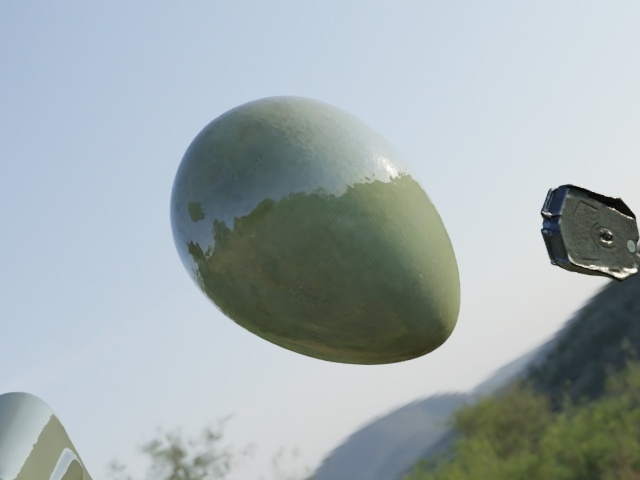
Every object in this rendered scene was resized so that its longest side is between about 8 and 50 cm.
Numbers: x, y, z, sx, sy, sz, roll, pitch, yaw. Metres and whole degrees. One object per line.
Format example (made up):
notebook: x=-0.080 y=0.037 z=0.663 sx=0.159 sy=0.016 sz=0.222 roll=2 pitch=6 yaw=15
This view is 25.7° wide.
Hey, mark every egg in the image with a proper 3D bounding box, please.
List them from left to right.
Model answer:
egg: x=0.000 y=0.000 z=1.278 sx=0.218 sy=0.295 sz=0.218 roll=-48 pitch=4 yaw=4

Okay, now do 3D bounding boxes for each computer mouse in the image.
computer mouse: x=0.373 y=-0.004 z=1.989 sx=0.231 sy=0.126 sz=0.071 roll=12 pitch=-16 yaw=-42

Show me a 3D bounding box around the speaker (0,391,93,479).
speaker: x=-0.279 y=0.371 z=1.385 sx=0.183 sy=0.406 sz=0.184 roll=-23 pitch=14 yaw=6
